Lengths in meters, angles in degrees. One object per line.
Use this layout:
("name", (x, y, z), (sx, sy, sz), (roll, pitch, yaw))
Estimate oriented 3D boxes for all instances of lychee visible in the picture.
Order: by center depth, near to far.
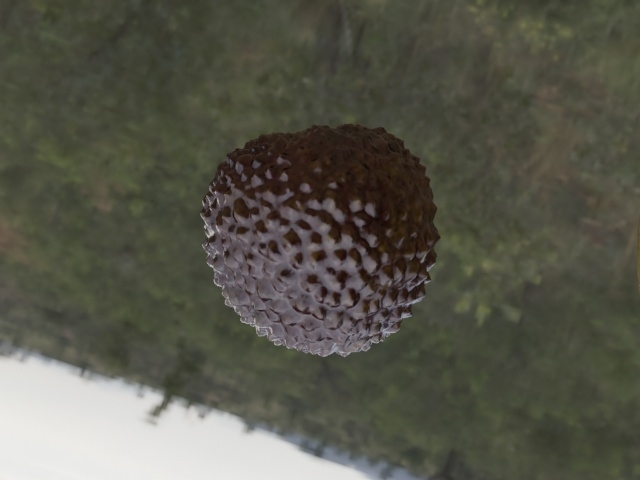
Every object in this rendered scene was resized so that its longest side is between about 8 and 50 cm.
("lychee", (0.000, 0.000, 1.048), (0.188, 0.188, 0.188), (18, 173, 2))

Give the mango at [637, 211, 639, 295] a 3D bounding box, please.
("mango", (0.270, 0.044, 0.799), (0.192, 0.316, 0.146), (-16, -161, -41))
